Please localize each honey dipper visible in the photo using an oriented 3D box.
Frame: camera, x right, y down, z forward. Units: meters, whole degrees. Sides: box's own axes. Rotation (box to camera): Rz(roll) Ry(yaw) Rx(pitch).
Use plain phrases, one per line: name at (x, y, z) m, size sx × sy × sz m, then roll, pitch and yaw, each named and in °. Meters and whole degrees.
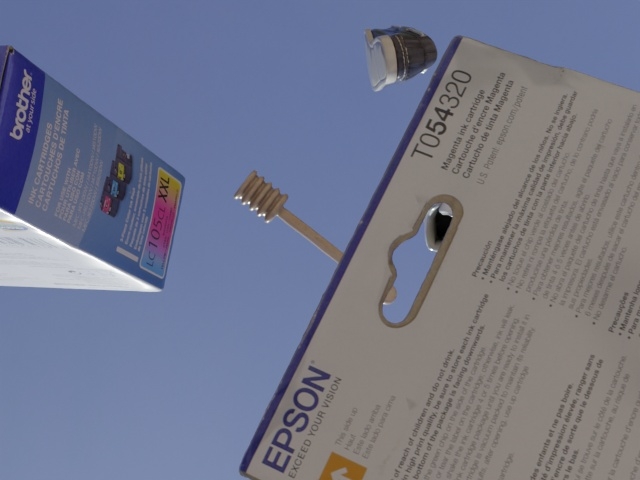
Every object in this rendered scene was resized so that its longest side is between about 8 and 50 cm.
honey dipper at (0.000, 0.000, 0.807) m, size 0.161 × 0.030 × 0.030 m, roll 36°, pitch -125°, yaw -5°

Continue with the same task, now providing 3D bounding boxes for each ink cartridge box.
ink cartridge box at (0.170, 0.067, 0.576) m, size 0.330 × 0.071 × 0.324 m, roll 22°, pitch -108°, yaw 16°
ink cartridge box at (-0.349, -0.066, 0.968) m, size 0.270 × 0.395 × 0.151 m, roll 1°, pitch -105°, yaw 20°

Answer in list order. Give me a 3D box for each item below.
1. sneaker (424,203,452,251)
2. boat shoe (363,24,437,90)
sneaker at (0.192, -0.078, 1.243) m, size 0.090 × 0.232 × 0.115 m, roll 16°, pitch -146°, yaw 3°
boat shoe at (0.091, -0.216, 1.136) m, size 0.065 × 0.206 × 0.075 m, roll -11°, pitch -78°, yaw -2°
